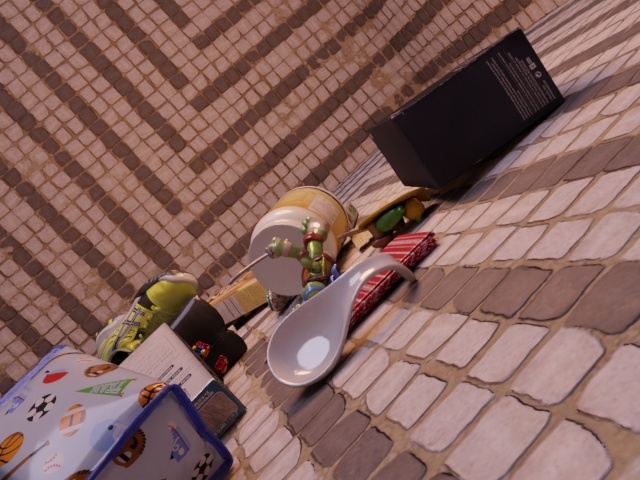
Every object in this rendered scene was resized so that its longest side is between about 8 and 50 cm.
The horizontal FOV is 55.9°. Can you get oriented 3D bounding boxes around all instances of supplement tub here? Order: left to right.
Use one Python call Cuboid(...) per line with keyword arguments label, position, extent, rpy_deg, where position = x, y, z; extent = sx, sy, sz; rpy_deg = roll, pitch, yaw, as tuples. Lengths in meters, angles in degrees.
Cuboid(label="supplement tub", position=(-0.056, -0.003, 1.623), extent=(0.228, 0.228, 0.316), rpy_deg=(-40, 8, 23))

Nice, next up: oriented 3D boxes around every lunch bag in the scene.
Cuboid(label="lunch bag", position=(-0.384, 0.362, 0.854), extent=(0.328, 0.239, 0.385), rpy_deg=(5, 44, 41))

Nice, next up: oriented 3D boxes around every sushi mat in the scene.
Cuboid(label="sushi mat", position=(0.144, -0.045, 1.621), extent=(0.151, 0.019, 0.316), rpy_deg=(-43, 7, 4))

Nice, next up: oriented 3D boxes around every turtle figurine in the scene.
Cuboid(label="turtle figurine", position=(-0.062, 0.070, 1.326), extent=(0.275, 0.198, 0.266), rpy_deg=(-37, 15, 24))

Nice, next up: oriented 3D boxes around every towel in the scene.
Cuboid(label="towel", position=(0.086, 0.087, 1.113), extent=(0.275, 0.031, 0.199), rpy_deg=(-43, 7, -10))

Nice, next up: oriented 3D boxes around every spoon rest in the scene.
Cuboid(label="spoon rest", position=(0.026, 0.118, 0.959), extent=(0.276, 0.084, 0.137), rpy_deg=(-42, 44, -8))

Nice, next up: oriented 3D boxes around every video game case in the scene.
Cuboid(label="video game case", position=(0.000, 0.000, 1.968), extent=(0.269, 0.061, 0.244), rpy_deg=(-41, 6, 17))

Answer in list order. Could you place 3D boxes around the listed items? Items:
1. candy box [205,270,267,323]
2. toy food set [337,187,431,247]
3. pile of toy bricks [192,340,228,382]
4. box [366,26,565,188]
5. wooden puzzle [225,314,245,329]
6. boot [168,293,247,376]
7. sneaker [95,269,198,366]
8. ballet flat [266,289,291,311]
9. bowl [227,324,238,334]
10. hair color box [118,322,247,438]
Cuboid(label="candy box", position=(-0.248, 0.174, 2.005), extent=(0.316, 0.087, 0.183), rpy_deg=(-30, 11, 20))
Cuboid(label="toy food set", position=(0.158, -0.034, 1.334), extent=(0.218, 0.071, 0.128), rpy_deg=(-35, -14, 37))
Cuboid(label="pile of toy bricks", position=(-0.292, 0.356, 1.407), extent=(0.105, 0.118, 0.212), rpy_deg=(91, -159, -58))
Cuboid(label="box", position=(0.299, -0.274, 1.345), extent=(0.313, 0.179, 0.343), rpy_deg=(-34, 7, 1))
Cuboid(label="wooden puzzle", position=(-0.383, 0.351, 2.065), extent=(0.221, 0.044, 0.238), rpy_deg=(-36, 10, 47))
Cuboid(label="boot", position=(-0.424, 0.300, 1.433), extent=(0.445, 0.367, 0.146), rpy_deg=(-45, 38, -22))
Cuboid(label="sneaker", position=(-0.449, 0.229, 1.597), extent=(0.385, 0.145, 0.147), rpy_deg=(-44, 43, 22))
Cuboid(label="ballet flat", position=(-0.107, 0.133, 1.715), extent=(0.077, 0.091, 0.241), rpy_deg=(-20, 13, 3))
Cuboid(label="bowl", position=(-0.297, 0.322, 1.734), extent=(0.142, 0.053, 0.142), rpy_deg=(-39, 9, 26))
Cuboid(label="hair color box", position=(-0.300, 0.305, 1.213), extent=(0.174, 0.105, 0.347), rpy_deg=(-45, 27, -14))
